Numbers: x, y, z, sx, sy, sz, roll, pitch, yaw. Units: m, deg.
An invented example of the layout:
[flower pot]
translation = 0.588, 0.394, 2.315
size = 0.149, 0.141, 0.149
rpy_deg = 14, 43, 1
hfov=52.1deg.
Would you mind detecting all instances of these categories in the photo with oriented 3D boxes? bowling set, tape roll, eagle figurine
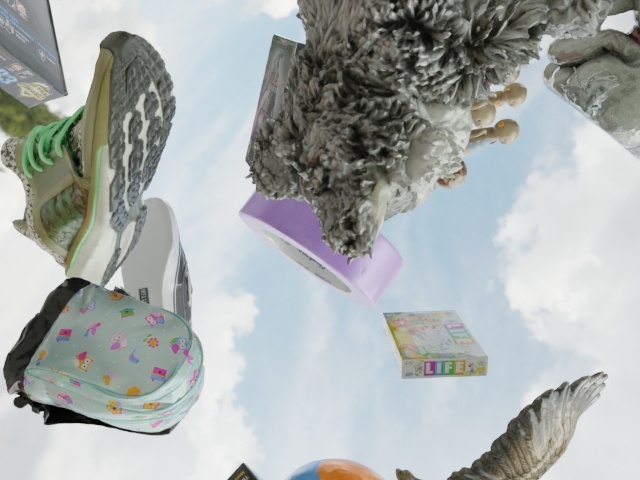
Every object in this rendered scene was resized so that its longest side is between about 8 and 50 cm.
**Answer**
[bowling set]
translation = 0.248, -0.187, 1.026
size = 0.154, 0.287, 0.200
rpy_deg = -14, -103, 36
[tape roll]
translation = 0.000, 0.000, 1.087
size = 0.090, 0.275, 0.275
rpy_deg = -54, -142, -9
[eagle figurine]
translation = 0.225, 0.296, 0.744
size = 0.298, 0.226, 0.225
rpy_deg = -28, -130, 38

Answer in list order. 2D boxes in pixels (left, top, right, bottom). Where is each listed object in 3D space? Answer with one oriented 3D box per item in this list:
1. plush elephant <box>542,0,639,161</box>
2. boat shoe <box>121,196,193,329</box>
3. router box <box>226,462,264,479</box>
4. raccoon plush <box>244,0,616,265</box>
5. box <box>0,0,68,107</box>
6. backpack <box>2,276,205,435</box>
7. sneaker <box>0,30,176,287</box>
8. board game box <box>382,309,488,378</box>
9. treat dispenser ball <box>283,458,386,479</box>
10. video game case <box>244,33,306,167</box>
[plush elephant]
translation = 0.483, -0.278, 0.954
size = 0.272, 0.330, 0.255
rpy_deg = 46, -68, 19
[boat shoe]
translation = -0.271, 0.078, 1.142
size = 0.108, 0.102, 0.301
rpy_deg = -9, -98, 21
[router box]
translation = -0.157, 0.561, 1.064
size = 0.309, 0.081, 0.243
rpy_deg = -46, -140, -13
[raccoon plush]
translation = -0.004, -0.202, 0.463
size = 0.299, 0.446, 0.216
rpy_deg = -46, -152, -1
[box]
translation = -0.463, -0.369, 0.873
size = 0.073, 0.295, 0.293
rpy_deg = -15, -103, 5
[backpack]
translation = -0.208, 0.122, 0.665
size = 0.182, 0.115, 0.152
rpy_deg = 19, -121, 8
[sneaker]
translation = -0.300, -0.084, 0.777
size = 0.410, 0.182, 0.158
rpy_deg = -58, -171, 45
[board game box]
translation = 0.141, 0.130, 0.840
size = 0.154, 0.103, 0.026
rpy_deg = -105, -166, -75
[treat dispenser ball]
translation = 0.028, 0.572, 1.267
size = 0.288, 0.288, 0.288
rpy_deg = -26, -133, 33
[video game case]
translation = -0.095, -0.264, 1.307
size = 0.196, 0.026, 0.274
rpy_deg = -129, -130, -63
